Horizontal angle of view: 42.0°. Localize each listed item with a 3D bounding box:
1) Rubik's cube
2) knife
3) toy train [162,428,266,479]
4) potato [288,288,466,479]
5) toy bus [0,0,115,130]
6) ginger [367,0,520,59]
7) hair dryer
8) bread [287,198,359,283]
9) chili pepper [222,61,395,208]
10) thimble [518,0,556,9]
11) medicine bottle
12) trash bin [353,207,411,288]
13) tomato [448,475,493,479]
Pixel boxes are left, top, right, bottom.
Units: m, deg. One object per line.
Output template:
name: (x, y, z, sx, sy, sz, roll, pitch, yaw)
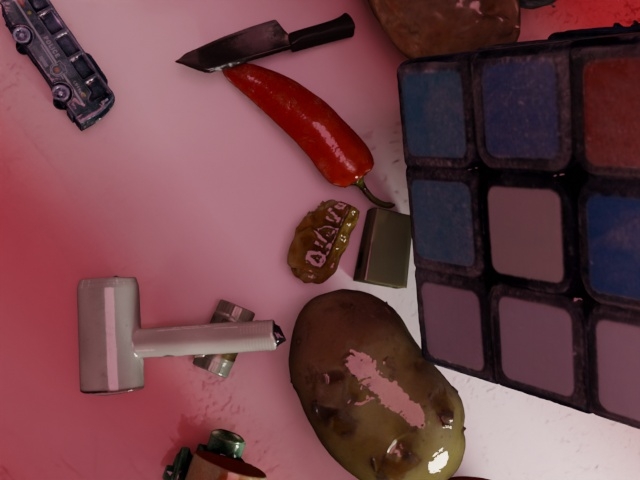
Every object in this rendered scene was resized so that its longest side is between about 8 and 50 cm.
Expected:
Rubik's cube: (0.320, -0.040, 0.859, 0.359, 0.362, 0.363, -13, 107, -36)
knife: (-0.067, -0.243, 1.014, 0.230, 0.028, 0.060, -21, 60, -20)
toy train: (-0.138, 0.350, 0.898, 0.116, 0.177, 0.285, 21, 82, -11)
potato: (0.060, 0.179, 0.969, 0.165, 0.165, 0.262, -39, 89, -12)
toy bus: (-0.301, -0.209, 0.957, 0.065, 0.047, 0.166, -35, 95, -16)
ginger: (0.155, -0.329, 0.942, 0.155, 0.304, 0.244, -35, 79, -19)
hair dryer: (-0.155, 0.101, 0.928, 0.237, 0.073, 0.131, -3, 87, 9)
bread: (0.000, 0.000, 1.010, 0.066, 0.060, 0.110, 31, 81, -40)
chili pepper: (-0.008, -0.134, 1.015, 0.272, 0.063, 0.071, 43, 66, -5)
thimble: (0.267, -0.405, 1.022, 0.143, 0.198, 0.235, -29, 109, -15)
medicine bottle: (-0.114, 0.115, 0.982, 0.047, 0.047, 0.083, 24, 81, -11)
trash bin: (0.080, 0.010, 1.036, 0.061, 0.043, 0.092, 11, 81, -12)
tomato: (0.176, 0.375, 0.989, 0.195, 0.136, 0.195, 1, 85, -12)
